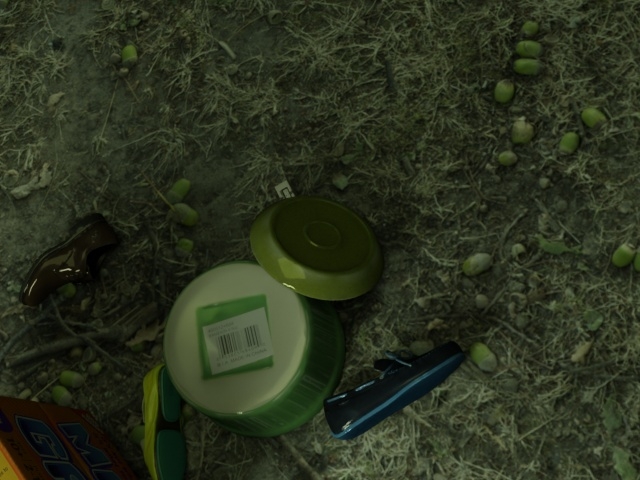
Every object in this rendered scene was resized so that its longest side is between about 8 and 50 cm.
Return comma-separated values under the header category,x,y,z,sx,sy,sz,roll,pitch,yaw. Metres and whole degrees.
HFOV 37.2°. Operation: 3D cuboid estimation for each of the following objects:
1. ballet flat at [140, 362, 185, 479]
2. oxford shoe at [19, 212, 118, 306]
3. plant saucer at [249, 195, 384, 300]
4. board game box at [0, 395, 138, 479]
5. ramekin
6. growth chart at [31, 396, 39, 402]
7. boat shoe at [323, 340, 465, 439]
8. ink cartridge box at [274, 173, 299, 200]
category,x,y,z,sx,sy,sz,roll,pitch,yaw
ballet flat,-0.285,0.334,1.686,0.077,0.077,0.231,-19,64,34
oxford shoe,-0.483,0.055,1.824,0.227,0.083,0.096,-43,70,2
plant saucer,0.000,0.000,1.631,0.241,0.037,0.241,11,43,-10
board game box,-0.481,0.501,1.487,0.356,0.356,0.356,-43,68,2
ramekin,-0.121,0.179,1.633,0.303,0.148,0.303,-5,72,16
growth chart,-0.497,0.401,1.751,0.237,0.021,0.172,37,87,22
boat shoe,0.112,0.230,1.570,0.258,0.109,0.089,-31,63,4
ink cartridge box,-0.056,-0.078,1.749,0.028,0.048,0.083,-29,66,6
